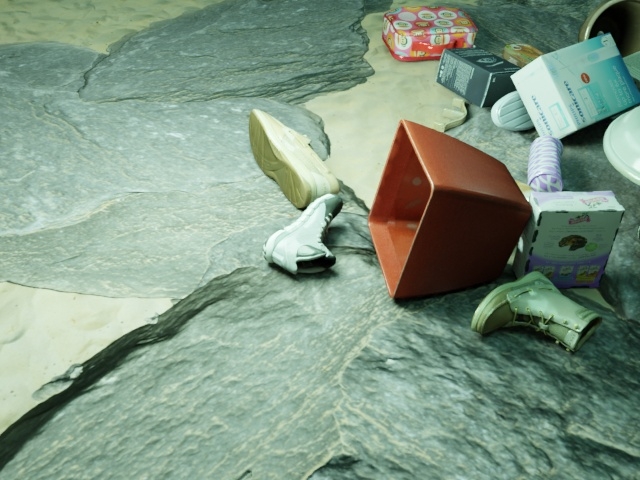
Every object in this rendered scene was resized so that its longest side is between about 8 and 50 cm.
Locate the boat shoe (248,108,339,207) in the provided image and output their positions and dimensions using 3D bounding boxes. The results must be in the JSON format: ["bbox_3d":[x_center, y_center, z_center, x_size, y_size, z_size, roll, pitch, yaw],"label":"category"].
[{"bbox_3d":[-0.073,-0.204,1.723,0.110,0.122,0.341,-14,50,-26],"label":"boat shoe"}]

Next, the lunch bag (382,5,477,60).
[{"bbox_3d":[0.364,-0.677,2.340,0.293,0.120,0.258,-5,39,-9],"label":"lunch bag"}]

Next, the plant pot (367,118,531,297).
[{"bbox_3d":[0.261,-0.055,1.436,0.235,0.267,0.267,6,36,-14],"label":"plant pot"}]

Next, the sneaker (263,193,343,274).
[{"bbox_3d":[0.000,0.000,1.490,0.132,0.086,0.228,33,58,28],"label":"sneaker"}]

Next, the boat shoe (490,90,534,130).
[{"bbox_3d":[0.581,-0.374,1.989,0.302,0.109,0.094,-19,15,-28],"label":"boat shoe"}]

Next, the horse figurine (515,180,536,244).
[{"bbox_3d":[0.456,-0.068,1.596,0.174,0.066,0.263,-34,52,-29],"label":"horse figurine"}]

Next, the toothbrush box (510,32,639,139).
[{"bbox_3d":[0.693,-0.409,1.914,0.295,0.126,0.216,-22,86,-28],"label":"toothbrush box"}]

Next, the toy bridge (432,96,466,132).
[{"bbox_3d":[0.377,-0.353,1.996,0.063,0.026,0.188,21,41,20],"label":"toy bridge"}]

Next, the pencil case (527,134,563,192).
[{"bbox_3d":[0.552,-0.176,1.727,0.088,0.086,0.206,36,41,-11],"label":"pencil case"}]

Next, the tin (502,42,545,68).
[{"bbox_3d":[0.671,-0.594,2.312,0.106,0.040,0.190,-10,39,-21],"label":"tin"}]

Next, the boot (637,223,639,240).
[{"bbox_3d":[0.805,-0.120,1.598,0.377,0.138,0.284,-23,42,-11],"label":"boot"}]

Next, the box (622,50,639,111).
[{"bbox_3d":[1.013,-0.494,2.063,0.311,0.121,0.148,-22,41,-6],"label":"box"}]

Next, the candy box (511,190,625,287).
[{"bbox_3d":[0.483,0.000,1.400,0.165,0.196,0.070,0,38,-3],"label":"candy box"}]

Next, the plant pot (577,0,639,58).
[{"bbox_3d":[0.921,-0.639,2.240,0.263,0.263,0.229,0,20,-2],"label":"plant pot"}]

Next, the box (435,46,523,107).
[{"bbox_3d":[0.469,-0.482,2.083,0.153,0.108,0.207,-11,39,-31],"label":"box"}]

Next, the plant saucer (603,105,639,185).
[{"bbox_3d":[0.838,-0.231,1.551,0.400,0.100,0.400,-3,39,3],"label":"plant saucer"}]

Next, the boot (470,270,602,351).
[{"bbox_3d":[0.398,0.147,1.306,0.213,0.077,0.165,-22,45,-32],"label":"boot"}]
